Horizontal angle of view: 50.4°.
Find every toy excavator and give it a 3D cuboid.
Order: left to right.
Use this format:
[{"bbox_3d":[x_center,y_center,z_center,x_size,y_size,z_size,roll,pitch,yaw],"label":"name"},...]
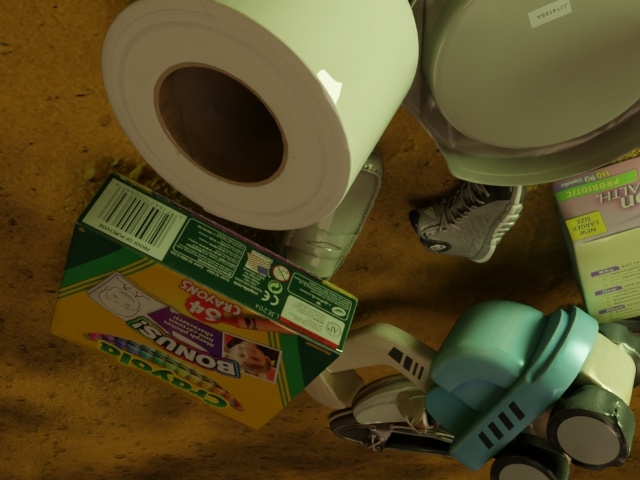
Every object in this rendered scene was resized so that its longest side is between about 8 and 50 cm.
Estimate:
[{"bbox_3d":[0.214,0.211,1.094,0.445,0.222,0.432,38,130,10],"label":"toy excavator"}]

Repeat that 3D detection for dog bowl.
[{"bbox_3d":[0.235,-0.211,0.714,0.349,0.102,0.348,-3,141,-3],"label":"dog bowl"}]

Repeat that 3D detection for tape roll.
[{"bbox_3d":[-0.051,-0.152,0.631,0.246,0.169,0.246,19,141,16],"label":"tape roll"}]

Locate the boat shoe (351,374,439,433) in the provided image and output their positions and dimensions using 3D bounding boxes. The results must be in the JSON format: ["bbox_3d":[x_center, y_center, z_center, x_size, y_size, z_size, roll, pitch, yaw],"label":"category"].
[{"bbox_3d":[0.203,0.336,1.393,0.303,0.103,0.113,-22,138,20],"label":"boat shoe"}]

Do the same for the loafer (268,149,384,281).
[{"bbox_3d":[0.000,0.000,0.945,0.112,0.111,0.319,10,139,-18],"label":"loafer"}]

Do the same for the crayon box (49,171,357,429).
[{"bbox_3d":[-0.180,0.109,0.968,0.363,0.106,0.313,28,139,-8],"label":"crayon box"}]

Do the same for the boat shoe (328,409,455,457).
[{"bbox_3d":[0.188,0.435,1.522,0.336,0.095,0.112,3,141,-9],"label":"boat shoe"}]

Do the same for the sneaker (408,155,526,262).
[{"bbox_3d":[0.192,-0.043,0.935,0.132,0.086,0.228,1,142,-4],"label":"sneaker"}]

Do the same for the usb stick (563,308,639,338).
[{"bbox_3d":[0.567,0.162,1.260,0.278,0.045,0.077,5,141,-11],"label":"usb stick"}]

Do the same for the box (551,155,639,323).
[{"bbox_3d":[0.472,-0.002,0.987,0.214,0.117,0.243,-18,140,16],"label":"box"}]
